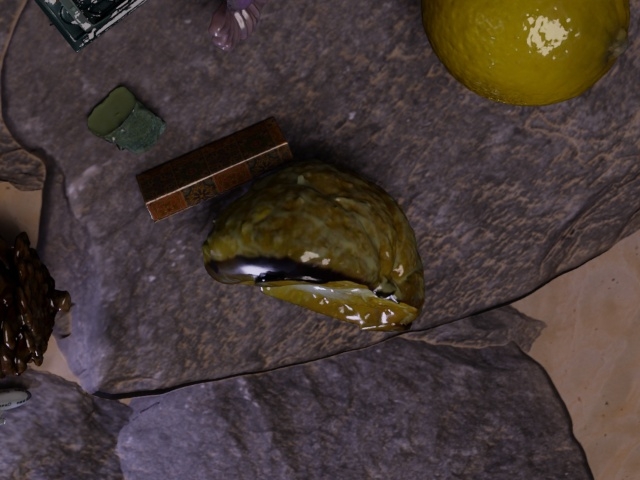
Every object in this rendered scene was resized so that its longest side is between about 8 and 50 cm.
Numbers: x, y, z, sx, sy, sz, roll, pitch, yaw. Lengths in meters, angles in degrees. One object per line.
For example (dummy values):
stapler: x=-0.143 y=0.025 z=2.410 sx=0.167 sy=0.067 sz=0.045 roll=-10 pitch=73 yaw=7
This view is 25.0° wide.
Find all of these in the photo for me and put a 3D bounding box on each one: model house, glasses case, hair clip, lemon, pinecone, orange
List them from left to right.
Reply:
pinecone: x=-0.479 y=0.094 z=1.997 sx=0.272 sy=0.224 sz=0.224 roll=-10 pitch=126 yaw=1
model house: x=-0.266 y=-0.159 z=2.000 sx=0.079 sy=0.066 sz=0.083 roll=-48 pitch=142 yaw=2
glasses case: x=-0.150 y=-0.099 z=2.061 sx=0.218 sy=0.075 sz=0.049 roll=-24 pitch=130 yaw=-3
hair clip: x=-0.113 y=-0.396 z=1.844 sx=0.069 sy=0.173 sz=0.300 roll=4 pitch=120 yaw=27
orange: x=0.000 y=0.000 z=2.076 sx=0.271 sy=0.210 sz=0.369 roll=-4 pitch=164 yaw=33
lemon: x=0.274 y=-0.314 z=1.937 sx=0.293 sy=0.293 sz=0.293 roll=-9 pitch=125 yaw=-13

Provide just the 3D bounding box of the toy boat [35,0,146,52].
toy boat: x=-0.251 y=-0.344 z=1.851 sx=0.246 sy=0.103 sz=0.093 roll=-37 pitch=102 yaw=2

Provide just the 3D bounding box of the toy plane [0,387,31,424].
toy plane: x=-0.510 y=0.244 z=2.158 sx=0.065 sy=0.162 sz=0.171 roll=-21 pitch=168 yaw=38
